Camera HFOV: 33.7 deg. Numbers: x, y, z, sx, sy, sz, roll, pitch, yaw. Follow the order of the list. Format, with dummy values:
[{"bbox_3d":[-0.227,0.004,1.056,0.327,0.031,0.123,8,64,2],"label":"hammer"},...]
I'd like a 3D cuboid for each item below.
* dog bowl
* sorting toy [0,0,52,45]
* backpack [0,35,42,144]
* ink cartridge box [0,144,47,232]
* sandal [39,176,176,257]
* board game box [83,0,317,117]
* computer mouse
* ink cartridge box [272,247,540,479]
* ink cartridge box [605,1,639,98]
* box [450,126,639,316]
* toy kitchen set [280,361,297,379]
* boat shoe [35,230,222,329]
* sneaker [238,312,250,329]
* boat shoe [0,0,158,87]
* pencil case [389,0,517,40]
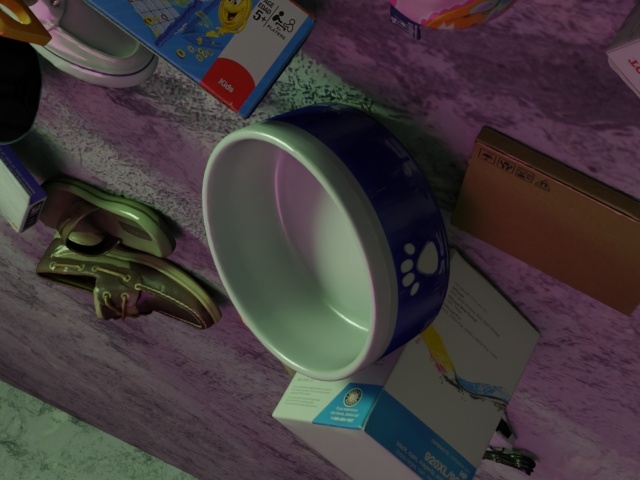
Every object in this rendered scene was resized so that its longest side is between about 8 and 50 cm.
[{"bbox_3d":[0.000,0.000,1.053,0.265,0.104,0.265,32,135,39],"label":"dog bowl"},{"bbox_3d":[-0.358,-0.283,0.919,0.347,0.047,0.196,54,-162,24],"label":"sorting toy"},{"bbox_3d":[-0.438,-0.194,1.271,0.188,0.165,0.144,1,-177,-44],"label":"backpack"},{"bbox_3d":[-0.492,-0.124,1.582,0.206,0.045,0.208,52,156,-2],"label":"ink cartridge box"},{"bbox_3d":[-0.348,-0.022,1.605,0.303,0.086,0.120,14,149,41],"label":"sandal"},{"bbox_3d":[-0.155,-0.218,0.834,0.302,0.086,0.308,37,-177,-7],"label":"board game box"},{"bbox_3d":[0.236,0.277,1.501,0.106,0.042,0.193,15,150,38],"label":"computer mouse"},{"bbox_3d":[0.100,0.151,1.195,0.168,0.232,0.171,43,155,-25],"label":"ink cartridge box"},{"bbox_3d":[0.269,-0.122,0.675,0.099,0.056,0.135,42,154,-19],"label":"ink cartridge box"},{"bbox_3d":[0.224,-0.013,0.987,0.201,0.021,0.164,28,156,11],"label":"box"},{"bbox_3d":[0.011,0.096,1.418,0.207,0.166,0.122,62,-179,44],"label":"toy kitchen set"},{"bbox_3d":[-0.322,0.083,1.731,0.342,0.123,0.123,24,155,20],"label":"boat shoe"},{"bbox_3d":[-0.049,0.144,1.606,0.175,0.064,0.067,42,175,-8],"label":"sneaker"},{"bbox_3d":[-0.276,-0.259,1.065,0.267,0.096,0.088,42,161,1],"label":"boat shoe"},{"bbox_3d":[0.079,-0.245,0.602,0.124,0.124,0.284,26,158,15],"label":"pencil case"}]
